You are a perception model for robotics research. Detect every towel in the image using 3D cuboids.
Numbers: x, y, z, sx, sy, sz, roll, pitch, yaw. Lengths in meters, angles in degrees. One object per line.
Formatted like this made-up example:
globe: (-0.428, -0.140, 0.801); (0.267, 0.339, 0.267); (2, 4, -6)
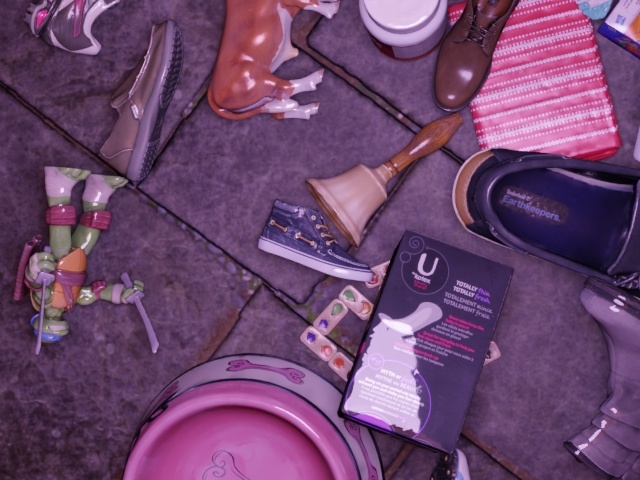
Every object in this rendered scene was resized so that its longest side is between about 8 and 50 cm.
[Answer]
towel: (0.312, -0.236, 1.410); (0.199, 0.031, 0.274); (-14, 88, 10)

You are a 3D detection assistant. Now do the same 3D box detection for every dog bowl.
dog bowl: (-0.113, 0.379, 1.428); (0.408, 0.150, 0.408); (0, 91, 7)

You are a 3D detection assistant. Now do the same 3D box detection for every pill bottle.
pill bottle: (0.116, -0.323, 1.336); (0.121, 0.221, 0.121); (0, 92, 8)

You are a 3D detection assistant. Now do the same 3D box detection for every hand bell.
hand bell: (0.111, -0.111, 1.417); (0.242, 0.126, 0.126); (-37, 87, -4)

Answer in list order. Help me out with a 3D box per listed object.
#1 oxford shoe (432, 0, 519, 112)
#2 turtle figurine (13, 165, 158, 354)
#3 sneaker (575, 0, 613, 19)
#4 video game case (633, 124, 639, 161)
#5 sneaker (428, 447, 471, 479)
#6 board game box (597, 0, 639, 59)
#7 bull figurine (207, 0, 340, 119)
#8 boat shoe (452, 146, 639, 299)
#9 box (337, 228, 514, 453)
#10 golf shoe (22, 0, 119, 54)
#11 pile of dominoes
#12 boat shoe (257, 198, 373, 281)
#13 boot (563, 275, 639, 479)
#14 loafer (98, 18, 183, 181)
oxford shoe: (0.217, -0.292, 1.365); (0.083, 0.096, 0.227); (23, 96, 8)
turtle figurine: (-0.338, 0.031, 1.426); (0.198, 0.275, 0.266); (8, 89, -27)
sneaker: (0.396, -0.397, 1.371); (0.065, 0.076, 0.166); (-6, 90, 38)
video game case: (0.593, -0.239, 1.273); (0.329, 0.036, 0.300); (2, 108, -16)
sneaker: (0.211, 0.425, 1.428); (0.086, 0.085, 0.237); (-3, 88, -19)
board game box: (0.591, -0.378, 1.344); (0.233, 0.078, 0.347); (35, 96, 5)
bull figurine: (-0.071, -0.325, 1.419); (0.188, 0.101, 0.310); (13, 100, 2)
boat shoe: (0.431, -0.013, 1.328); (0.500, 0.156, 0.186); (15, 95, -1)
box: (0.144, 0.145, 1.354); (0.165, 0.143, 0.270); (21, 78, 3)
golf shoe: (-0.348, -0.418, 1.469); (0.120, 0.105, 0.272); (24, 101, -9)
pile of dominoes: (0.120, 0.160, 1.444); (0.251, 0.040, 0.196); (41, 97, 4)
boat shoe: (0.000, 0.000, 1.439); (0.183, 0.065, 0.083); (19, 94, 10)
boot: (0.407, 0.210, 1.299); (0.338, 0.118, 0.222); (39, 95, -30)
loafer: (-0.275, -0.218, 1.456); (0.087, 0.094, 0.251); (18, 94, 2)
